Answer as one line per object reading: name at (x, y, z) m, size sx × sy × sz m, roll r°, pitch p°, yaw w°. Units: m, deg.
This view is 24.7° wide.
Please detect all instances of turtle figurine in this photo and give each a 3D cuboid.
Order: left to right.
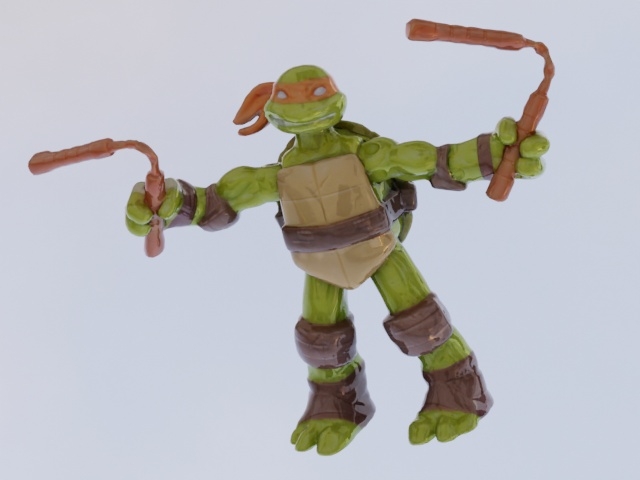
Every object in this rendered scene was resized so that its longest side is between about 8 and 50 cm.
turtle figurine at (0.000, 0.000, 0.756) m, size 0.269 × 0.217 × 0.087 m, roll -11°, pitch -162°, yaw 10°
